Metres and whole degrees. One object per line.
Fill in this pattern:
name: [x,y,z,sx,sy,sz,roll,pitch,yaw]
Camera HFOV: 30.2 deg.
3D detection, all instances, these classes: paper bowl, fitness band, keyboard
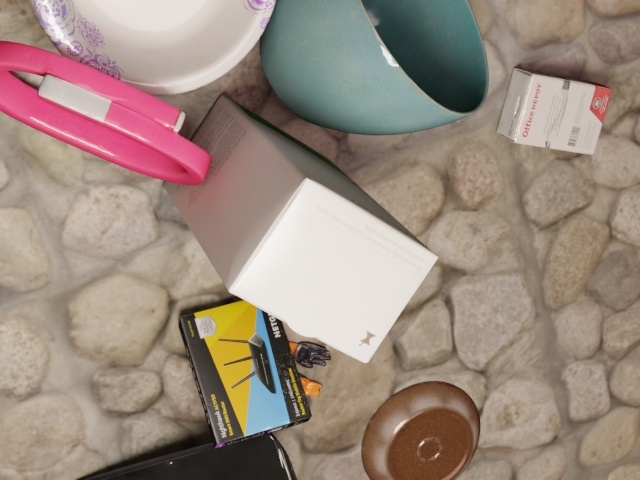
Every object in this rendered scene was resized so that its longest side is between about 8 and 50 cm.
paper bowl: [-0.199,-0.318,1.357,0.284,0.148,0.284,-7,111,-18]
fitness band: [-0.260,-0.143,1.364,0.291,0.209,0.054,25,79,-19]
keyboard: [-0.177,0.385,1.620,0.317,0.033,0.201,-16,93,9]

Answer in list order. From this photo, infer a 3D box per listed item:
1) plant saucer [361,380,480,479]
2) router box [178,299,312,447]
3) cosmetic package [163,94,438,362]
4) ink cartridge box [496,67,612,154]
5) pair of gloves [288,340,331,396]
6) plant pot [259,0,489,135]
plant saucer: [0.160,0.310,1.795,0.199,0.036,0.198,-7,112,-17]
router box: [-0.102,0.173,1.582,0.133,0.046,0.178,-15,74,-15]
cosmetic package: [-0.039,-0.024,1.406,0.197,0.365,0.155,30,97,-28]
ink cartridge box: [0.326,-0.181,1.658,0.135,0.056,0.099,7,107,-23]
pair of gloves: [-0.026,0.184,1.691,0.074,0.010,0.083,13,102,-23]
plant pot: [0.041,-0.243,1.431,0.195,0.290,0.290,-25,124,31]
